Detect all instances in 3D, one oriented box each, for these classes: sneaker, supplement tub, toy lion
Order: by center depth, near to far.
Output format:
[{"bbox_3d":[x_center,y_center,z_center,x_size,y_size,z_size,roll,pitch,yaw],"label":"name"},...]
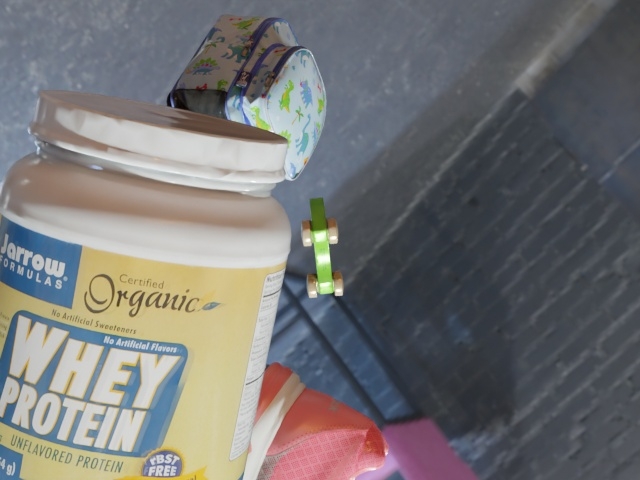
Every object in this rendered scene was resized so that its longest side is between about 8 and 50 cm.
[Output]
[{"bbox_3d":[-0.094,0.035,0.551,0.144,0.144,0.199,-2,106,-54],"label":"supplement tub"},{"bbox_3d":[-0.043,0.258,0.849,0.116,0.136,0.314,-26,137,-81],"label":"sneaker"},{"bbox_3d":[0.000,0.000,1.053,0.034,0.096,0.100,-6,128,0],"label":"toy lion"}]

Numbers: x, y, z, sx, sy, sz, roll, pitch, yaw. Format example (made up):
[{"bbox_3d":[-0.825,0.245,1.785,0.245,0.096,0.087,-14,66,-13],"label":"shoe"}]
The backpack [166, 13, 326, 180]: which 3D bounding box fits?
[{"bbox_3d":[-0.044,-0.100,0.787,0.105,0.084,0.114,69,33,-47],"label":"backpack"}]
